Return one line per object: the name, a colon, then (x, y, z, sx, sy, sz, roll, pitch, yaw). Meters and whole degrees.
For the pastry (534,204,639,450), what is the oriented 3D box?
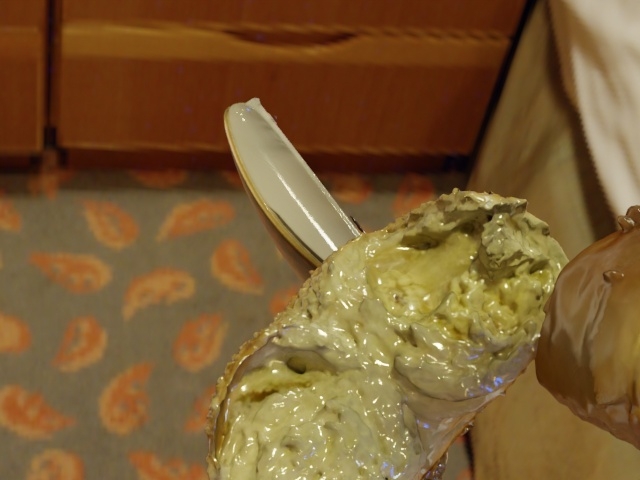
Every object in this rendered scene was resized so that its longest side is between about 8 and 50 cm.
pastry: (0.288, 0.072, 0.945, 0.284, 0.184, 0.315, 25, 4, -36)

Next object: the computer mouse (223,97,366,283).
computer mouse: (0.000, 0.000, 1.405, 0.072, 0.158, 0.310, -37, 57, -1)

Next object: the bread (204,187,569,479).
bread: (0.041, 0.100, 1.143, 0.171, 0.192, 0.314, 40, 84, 7)
